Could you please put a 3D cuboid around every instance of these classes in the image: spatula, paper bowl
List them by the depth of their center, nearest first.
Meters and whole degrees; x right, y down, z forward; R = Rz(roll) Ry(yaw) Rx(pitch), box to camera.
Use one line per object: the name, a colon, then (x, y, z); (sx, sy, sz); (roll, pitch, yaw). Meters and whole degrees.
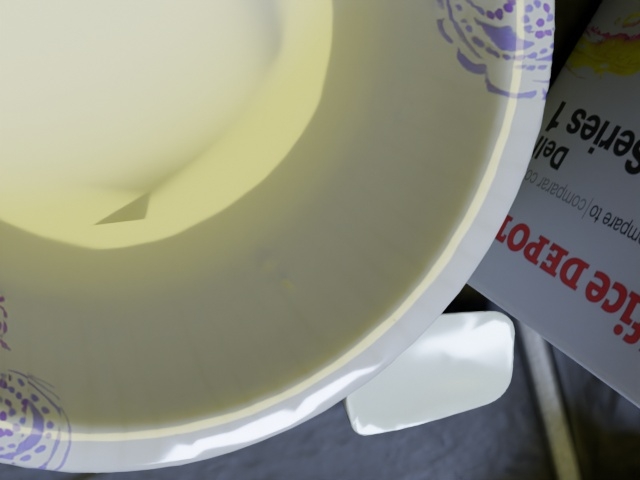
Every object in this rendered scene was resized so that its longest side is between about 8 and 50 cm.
paper bowl: (-0.076, -0.075, 0.547); (0.284, 0.148, 0.284); (-6, 108, -18)
spatula: (-0.028, 0.014, 0.679); (0.242, 0.019, 0.168); (-8, 114, -17)

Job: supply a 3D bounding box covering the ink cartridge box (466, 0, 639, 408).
ink cartridge box: (0.198, -0.053, 0.624); (0.117, 0.201, 0.278); (27, 96, -27)
